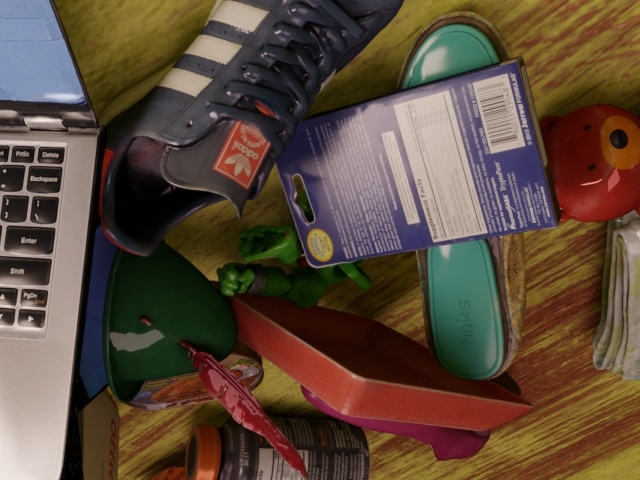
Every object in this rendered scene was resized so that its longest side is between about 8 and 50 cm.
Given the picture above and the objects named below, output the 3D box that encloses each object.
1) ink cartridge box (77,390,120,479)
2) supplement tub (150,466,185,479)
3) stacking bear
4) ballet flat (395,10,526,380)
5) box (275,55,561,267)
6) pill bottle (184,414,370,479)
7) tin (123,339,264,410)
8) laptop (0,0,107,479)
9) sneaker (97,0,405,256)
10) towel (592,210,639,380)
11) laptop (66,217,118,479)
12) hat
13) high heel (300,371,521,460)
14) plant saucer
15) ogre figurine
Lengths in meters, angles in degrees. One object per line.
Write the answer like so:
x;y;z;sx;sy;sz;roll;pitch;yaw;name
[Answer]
-0.348;0.226;0.787;0.166;0.285;0.395;-9;139;-1;ink cartridge box
-0.127;0.484;1.172;0.207;0.207;0.338;-31;134;22;supplement tub
0.352;-0.072;0.692;0.289;0.175;0.164;0;171;5;stacking bear
0.139;-0.038;0.700;0.123;0.123;0.348;-9;110;-1;ballet flat
0.074;-0.058;0.631;0.225;0.036;0.136;-11;105;26;box
-0.064;0.313;1.053;0.246;0.130;0.130;10;135;-20;pill bottle
-0.167;0.167;0.944;0.190;0.040;0.106;-9;142;-1;tin
-0.364;-0.053;0.460;0.382;0.407;0.236;3;172;9;laptop
-0.052;-0.108;0.577;0.131;0.148;0.350;30;125;-35;sneaker
0.520;0.036;0.888;0.375;0.090;0.320;-14;139;5;towel
-0.194;0.126;0.707;0.137;0.264;0.234;-12;139;-12;laptop
-0.088;0.084;0.708;0.184;0.173;0.208;7;134;4;hat
0.100;0.244;0.986;0.377;0.127;0.181;15;123;-35;high heel
0.042;0.123;0.761;0.258;0.259;0.047;17;94;-40;plant saucer
0.000;0.000;0.739;0.197;0.097;0.118;-56;136;-10;ogre figurine
